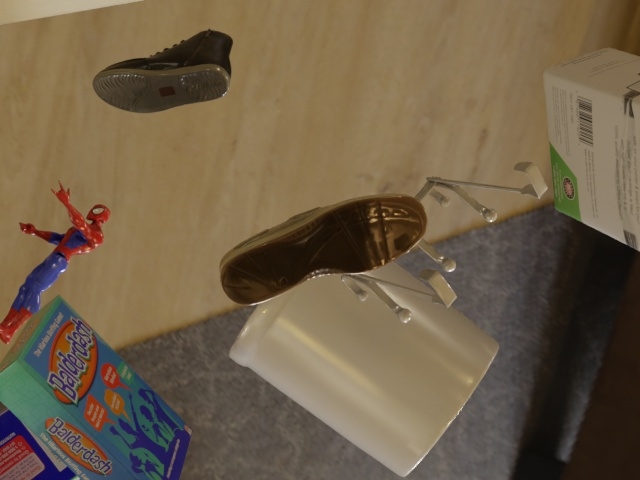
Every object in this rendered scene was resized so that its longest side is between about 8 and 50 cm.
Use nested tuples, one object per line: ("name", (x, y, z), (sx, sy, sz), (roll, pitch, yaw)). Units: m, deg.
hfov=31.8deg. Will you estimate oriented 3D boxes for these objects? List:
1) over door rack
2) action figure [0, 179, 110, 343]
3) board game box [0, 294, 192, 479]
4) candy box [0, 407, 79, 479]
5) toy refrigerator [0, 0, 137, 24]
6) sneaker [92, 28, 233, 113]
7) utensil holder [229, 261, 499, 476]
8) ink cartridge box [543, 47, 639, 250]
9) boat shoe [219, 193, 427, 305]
("over door rack", (0.189, 0.008, 1.699), (0.108, 0.324, 0.239), (46, 74, -16))
("action figure", (-0.448, 0.017, 1.771), (0.280, 0.091, 0.139), (-49, 115, -29))
("board game box", (-0.223, 0.170, 1.121), (0.047, 0.160, 0.210), (-38, 105, 14))
("candy box", (-0.420, 0.319, 1.328), (0.268, 0.317, 0.122), (-37, 88, -36))
("toy refrigerator", (-0.290, -0.246, 0.948), (0.270, 0.094, 0.102), (-9, 74, 0))
("sneaker", (-0.246, -0.272, 1.795), (0.222, 0.118, 0.083), (-2, 134, 7))
("utensil holder", (0.084, 0.193, 2.047), (0.385, 0.327, 0.327), (36, 93, 6))
("ink cartridge box", (0.318, -0.079, 1.074), (0.093, 0.219, 0.160), (-21, 119, -20))
("boat shoe", (0.000, 0.000, 1.587), (0.302, 0.098, 0.109), (-21, 111, -2))
